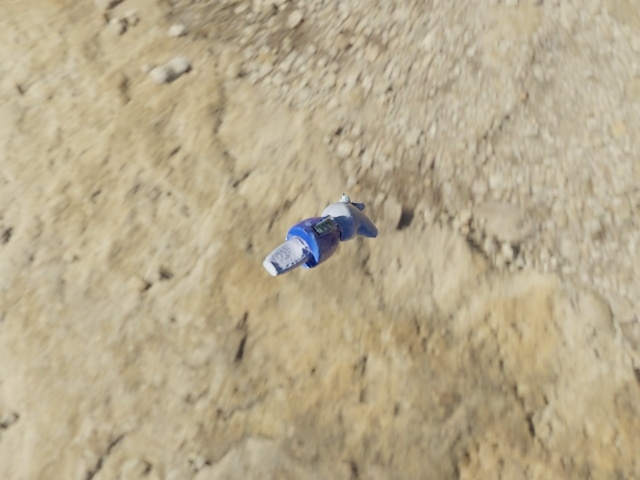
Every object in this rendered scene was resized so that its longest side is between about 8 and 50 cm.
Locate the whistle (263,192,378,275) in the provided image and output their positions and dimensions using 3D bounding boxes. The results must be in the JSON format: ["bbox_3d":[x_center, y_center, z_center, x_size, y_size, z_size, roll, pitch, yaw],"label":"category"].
[{"bbox_3d":[0.000,0.000,0.997,0.033,0.083,0.029,46,143,16],"label":"whistle"}]
